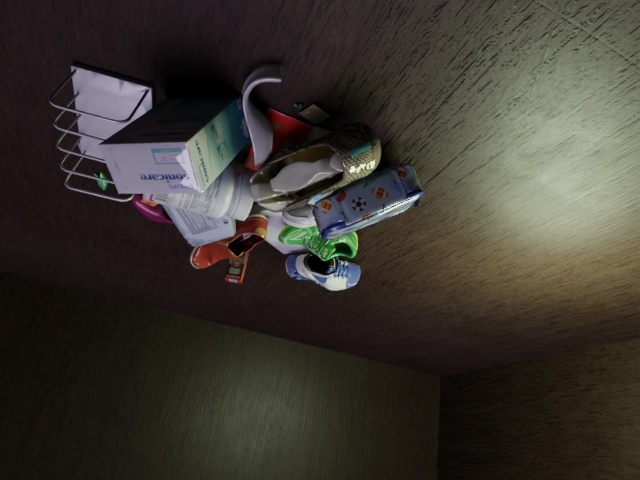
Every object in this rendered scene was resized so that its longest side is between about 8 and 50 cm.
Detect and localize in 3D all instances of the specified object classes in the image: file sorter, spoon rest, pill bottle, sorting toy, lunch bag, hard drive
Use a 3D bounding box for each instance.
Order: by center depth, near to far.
[{"bbox_3d":[-0.151,-0.297,1.122,0.084,0.137,0.276,3,145,-13],"label":"spoon rest"},{"bbox_3d":[-0.023,-0.319,1.147,0.083,0.012,0.062,26,155,-37],"label":"sorting toy"},{"bbox_3d":[-0.549,-0.260,1.184,0.193,0.173,0.278,14,137,-9],"label":"file sorter"},{"bbox_3d":[0.130,-0.098,1.273,0.303,0.115,0.243,-20,173,-5],"label":"lunch bag"},{"bbox_3d":[-0.334,-0.154,1.302,0.283,0.160,0.160,15,154,-22],"label":"pill bottle"},{"bbox_3d":[-0.140,-0.044,1.717,0.210,0.040,0.318,-7,150,30],"label":"hard drive"}]

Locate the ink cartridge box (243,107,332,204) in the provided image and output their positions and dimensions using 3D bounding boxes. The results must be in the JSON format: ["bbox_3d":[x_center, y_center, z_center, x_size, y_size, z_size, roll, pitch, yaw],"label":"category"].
[{"bbox_3d":[-0.066,-0.218,1.310,0.261,0.066,0.296,16,153,-16],"label":"ink cartridge box"}]

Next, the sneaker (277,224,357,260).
[{"bbox_3d":[0.000,0.000,1.621,0.295,0.123,0.109,6,136,-19],"label":"sneaker"}]

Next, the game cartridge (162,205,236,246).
[{"bbox_3d":[-0.399,-0.122,1.484,0.198,0.062,0.297,-17,123,13],"label":"game cartridge"}]

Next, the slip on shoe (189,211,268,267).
[{"bbox_3d":[-0.321,0.017,1.611,0.331,0.101,0.123,-28,142,18],"label":"slip on shoe"}]

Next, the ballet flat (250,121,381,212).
[{"bbox_3d":[-0.066,-0.157,1.149,0.483,0.182,0.164,-15,103,50],"label":"ballet flat"}]

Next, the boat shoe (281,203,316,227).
[{"bbox_3d":[0.000,-0.100,1.515,0.258,0.095,0.084,-3,149,1],"label":"boat shoe"}]

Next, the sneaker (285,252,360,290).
[{"bbox_3d":[0.039,0.116,1.827,0.315,0.127,0.182,14,164,-28],"label":"sneaker"}]

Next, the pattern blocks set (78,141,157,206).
[{"bbox_3d":[-0.528,-0.222,1.369,0.325,0.026,0.285,-8,127,12],"label":"pattern blocks set"}]

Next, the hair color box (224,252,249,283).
[{"bbox_3d":[-0.355,0.107,1.981,0.072,0.141,0.043,8,154,2],"label":"hair color box"}]

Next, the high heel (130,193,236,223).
[{"bbox_3d":[-0.443,-0.103,1.591,0.181,0.127,0.377,4,171,42],"label":"high heel"}]

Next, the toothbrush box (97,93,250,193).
[{"bbox_3d":[-0.322,-0.230,1.086,0.216,0.295,0.126,2,126,16],"label":"toothbrush box"}]
